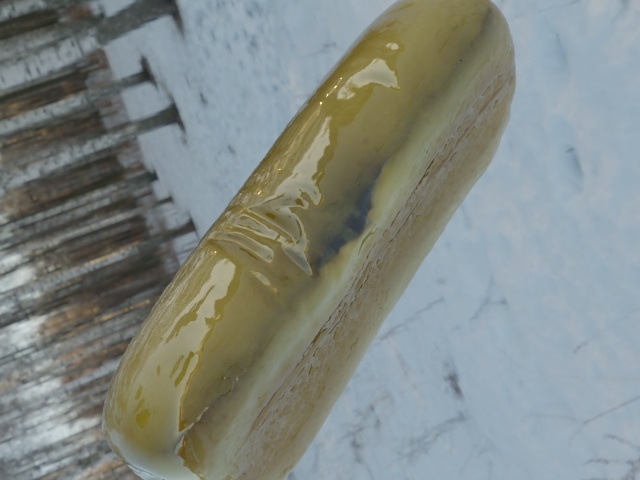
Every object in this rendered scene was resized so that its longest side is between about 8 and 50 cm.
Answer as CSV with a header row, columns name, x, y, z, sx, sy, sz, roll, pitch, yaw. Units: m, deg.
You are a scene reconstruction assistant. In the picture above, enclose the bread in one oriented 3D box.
name,x,y,z,sx,sy,sz,roll,pitch,yaw
bread,0.000,0.000,0.481,0.091,0.305,0.142,28,161,21
